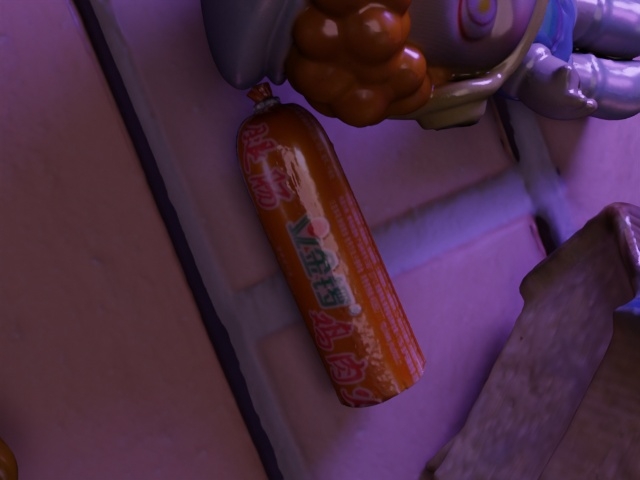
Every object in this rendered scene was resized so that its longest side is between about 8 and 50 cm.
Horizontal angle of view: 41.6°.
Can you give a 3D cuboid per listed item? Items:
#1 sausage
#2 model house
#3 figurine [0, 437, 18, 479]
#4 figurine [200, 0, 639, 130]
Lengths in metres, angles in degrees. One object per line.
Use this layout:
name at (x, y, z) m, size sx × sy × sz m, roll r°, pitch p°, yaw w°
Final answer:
sausage at (0.000, 0.000, 0.597) m, size 0.071 × 0.071 × 0.234 m, roll -26°, pitch 98°, yaw -15°
model house at (0.276, 0.132, 0.566) m, size 0.261 × 0.321 × 0.266 m, roll 27°, pitch 82°, yaw -22°
figurine at (-0.267, 0.157, 0.512) m, size 0.176 × 0.121 × 0.122 m, roll -41°, pitch 113°, yaw 6°
figurine at (0.085, -0.148, 0.579) m, size 0.381 × 0.205 × 0.225 m, roll 25°, pitch 80°, yaw -35°
